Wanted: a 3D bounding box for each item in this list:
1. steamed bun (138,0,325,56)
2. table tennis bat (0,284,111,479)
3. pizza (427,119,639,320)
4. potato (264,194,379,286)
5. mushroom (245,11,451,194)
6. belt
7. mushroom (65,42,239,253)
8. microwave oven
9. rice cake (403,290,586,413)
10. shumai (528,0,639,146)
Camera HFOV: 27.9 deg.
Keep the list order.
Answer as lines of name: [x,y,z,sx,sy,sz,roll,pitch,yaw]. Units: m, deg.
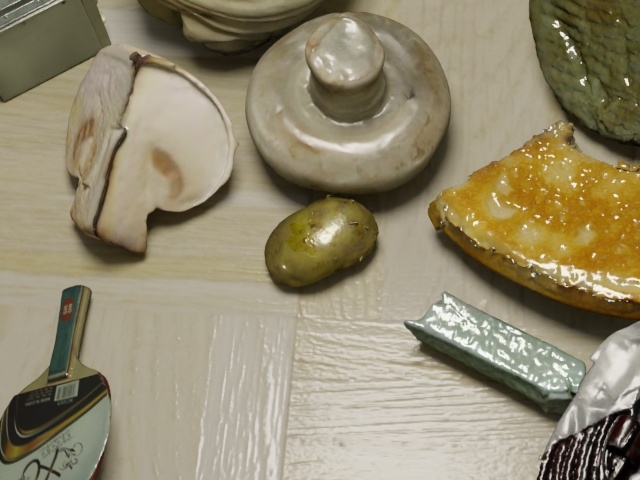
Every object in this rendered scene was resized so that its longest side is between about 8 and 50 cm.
steamed bun: [-0.092,-0.332,1.588,0.280,0.207,0.268,11,31,35]
table tennis bat: [-0.293,0.183,1.437,0.173,0.022,0.301,-15,52,28]
pizza: [0.295,-0.019,1.465,0.323,0.089,0.223,23,59,22]
potato: [0.000,0.000,1.497,0.138,0.070,0.091,-25,64,-6]
mushroom: [0.032,-0.178,1.494,0.243,0.243,0.243,-2,64,5]
belt: [0.342,0.217,1.314,0.184,0.164,0.289,19,74,38]
mushroom: [-0.208,-0.116,1.558,0.162,0.173,0.236,11,105,-28]
microwave oven: [-0.411,-0.331,1.661,0.194,0.145,0.240,-28,65,-11]
rice cake: [0.197,0.123,1.422,0.206,0.069,0.063,27,72,20]
shumai: [0.394,-0.249,1.526,0.204,0.222,0.272,-17,81,-42]
